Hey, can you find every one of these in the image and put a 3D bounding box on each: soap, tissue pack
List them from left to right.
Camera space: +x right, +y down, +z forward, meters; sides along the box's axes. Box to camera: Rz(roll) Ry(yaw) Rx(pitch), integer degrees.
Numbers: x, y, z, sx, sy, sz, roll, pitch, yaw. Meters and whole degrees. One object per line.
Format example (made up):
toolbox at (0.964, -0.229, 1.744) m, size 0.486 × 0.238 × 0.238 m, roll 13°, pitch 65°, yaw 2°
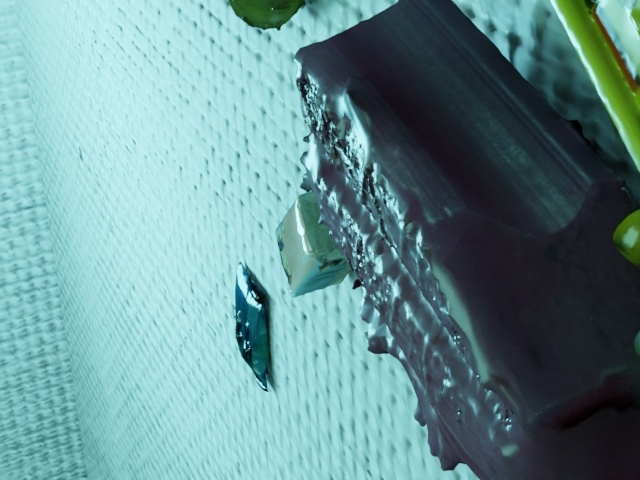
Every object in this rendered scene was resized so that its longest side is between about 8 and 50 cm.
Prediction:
tissue pack at (-0.082, 0.102, 1.542) m, size 0.085 × 0.027 × 0.138 m, roll -131°, pitch 36°, yaw -53°
tissue pack at (0.000, 0.000, 1.193) m, size 0.094 × 0.058 × 0.074 m, roll 124°, pitch 131°, yaw -64°
soap at (0.097, 0.019, 0.796) m, size 0.220 × 0.127 × 0.325 m, roll 80°, pitch 166°, yaw -46°

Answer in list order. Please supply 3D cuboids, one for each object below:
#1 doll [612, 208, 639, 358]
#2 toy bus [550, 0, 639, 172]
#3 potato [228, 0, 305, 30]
doll at (0.227, 0.087, 0.569) m, size 0.103 × 0.145 × 0.316 m, roll 35°, pitch -154°, yaw -45°
toy bus at (0.175, -0.106, 0.510) m, size 0.152 × 0.144 × 0.330 m, roll 111°, pitch 143°, yaw -57°
potato at (-0.048, -0.251, 1.123) m, size 0.188 × 0.085 × 0.105 m, roll 98°, pitch 153°, yaw -57°
